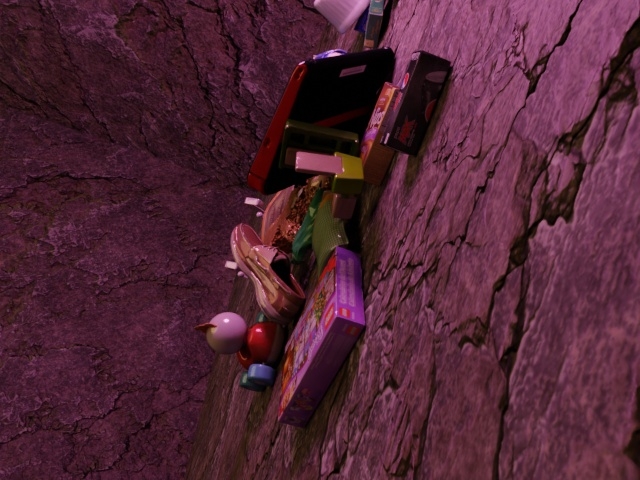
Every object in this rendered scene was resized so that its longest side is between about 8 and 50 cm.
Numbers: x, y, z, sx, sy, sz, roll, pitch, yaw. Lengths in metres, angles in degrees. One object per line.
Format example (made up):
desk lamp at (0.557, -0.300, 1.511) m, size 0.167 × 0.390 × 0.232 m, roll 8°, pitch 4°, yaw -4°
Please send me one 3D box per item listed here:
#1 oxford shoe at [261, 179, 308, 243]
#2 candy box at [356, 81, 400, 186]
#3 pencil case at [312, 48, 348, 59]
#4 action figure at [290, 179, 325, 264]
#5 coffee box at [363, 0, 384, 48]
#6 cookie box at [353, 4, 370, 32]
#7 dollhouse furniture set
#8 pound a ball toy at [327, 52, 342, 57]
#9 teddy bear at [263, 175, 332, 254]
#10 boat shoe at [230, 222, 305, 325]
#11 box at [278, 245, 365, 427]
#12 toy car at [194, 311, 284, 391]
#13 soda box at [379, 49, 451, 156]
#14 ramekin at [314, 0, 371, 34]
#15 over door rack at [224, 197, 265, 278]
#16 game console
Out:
oxford shoe at (-0.090, -0.096, 1.847) m, size 0.133 × 0.130 × 0.364 m, roll -138°, pitch 66°, yaw -70°
candy box at (0.124, -0.213, 1.182) m, size 0.109 × 0.053 × 0.187 m, roll -101°, pitch 32°, yaw -69°
pencil case at (0.034, -0.582, 2.016) m, size 0.119 × 0.133 × 0.306 m, roll -46°, pitch 16°, yaw 6°
action figure at (-0.019, -0.022, 1.497) m, size 0.232 × 0.063 × 0.137 m, roll -57°, pitch 32°, yaw 35°
coffee box at (0.157, -0.648, 1.700) m, size 0.113 × 0.040 × 0.184 m, roll 99°, pitch -179°, yaw -51°
cookie box at (0.148, -0.709, 1.896) m, size 0.107 × 0.040 × 0.092 m, roll -104°, pitch 36°, yaw -69°
dollhouse furniture set at (-0.021, -0.060, 1.219) m, size 0.197 × 0.151 × 0.301 m, roll -91°, pitch 11°, yaw -51°
pound a ball toy at (0.006, -0.389, 1.676) m, size 0.208 × 0.135 × 0.319 m, roll -43°, pitch 23°, yaw 27°
teddy bear at (-0.039, -0.079, 1.670) m, size 0.338 × 0.113 × 0.245 m, roll -61°, pitch 19°, yaw 13°
boat shoe at (-0.132, 0.071, 1.583) m, size 0.116 × 0.123 × 0.324 m, roll -44°, pitch 61°, yaw 20°
box at (-0.002, 0.184, 1.125) m, size 0.201 × 0.057 × 0.293 m, roll -89°, pitch 21°, yaw -55°
toy car at (-0.229, 0.267, 1.620) m, size 0.210 × 0.238 × 0.219 m, roll 130°, pitch 156°, yaw -62°
soda box at (0.160, -0.233, 1.016) m, size 0.053 × 0.060 × 0.169 m, roll -114°, pitch 43°, yaw -76°
ramekin at (0.100, -0.811, 1.886) m, size 0.277 × 0.135 × 0.277 m, roll -51°, pitch 15°, yaw 19°
over door rack at (-0.218, 0.010, 2.000) m, size 0.324 × 0.108 × 0.239 m, roll 42°, pitch -118°, yaw -67°
game console at (0.002, -0.281, 1.375) m, size 0.386 × 0.060 × 0.342 m, roll -32°, pitch -27°, yaw -50°
